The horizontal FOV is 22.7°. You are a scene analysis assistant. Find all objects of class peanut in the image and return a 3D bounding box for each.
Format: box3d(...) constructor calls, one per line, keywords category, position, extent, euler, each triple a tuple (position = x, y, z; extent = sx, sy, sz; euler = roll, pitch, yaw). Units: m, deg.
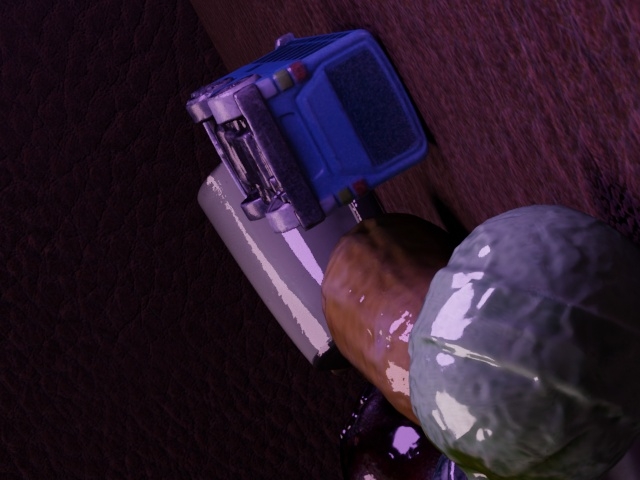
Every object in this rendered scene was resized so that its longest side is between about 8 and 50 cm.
box3d(category="peanut", position=(0.080, 0.067, 1.213), extent=(0.129, 0.129, 0.224), euler=(62, 176, -36))

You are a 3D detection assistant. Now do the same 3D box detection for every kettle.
box3d(category="kettle", position=(0.000, 0.000, 1.768), extent=(0.255, 0.165, 0.240), euler=(59, 148, 18))

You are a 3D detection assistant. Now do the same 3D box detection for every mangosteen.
box3d(category="mangosteen", position=(0.126, 0.203, 1.397), extent=(0.230, 0.194, 0.194), euler=(34, 179, -4))

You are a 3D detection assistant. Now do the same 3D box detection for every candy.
box3d(category="candy", position=(0.040, 0.191, 0.686), extent=(0.119, 0.439, 0.119), euler=(21, 171, 4))

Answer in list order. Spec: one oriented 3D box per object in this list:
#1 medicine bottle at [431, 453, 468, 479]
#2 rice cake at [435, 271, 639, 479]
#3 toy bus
box3d(category="medicine bottle", position=(0.148, 0.193, 1.080), extent=(0.141, 0.141, 0.293), euler=(59, 177, 25))
box3d(category="rice cake", position=(0.137, 0.092, 0.867), extent=(0.226, 0.085, 0.040), euler=(63, 178, -28))
box3d(category="toy bus", position=(-0.013, -0.087, 1.193), extent=(0.116, 0.134, 0.234), euler=(61, 172, -11))
